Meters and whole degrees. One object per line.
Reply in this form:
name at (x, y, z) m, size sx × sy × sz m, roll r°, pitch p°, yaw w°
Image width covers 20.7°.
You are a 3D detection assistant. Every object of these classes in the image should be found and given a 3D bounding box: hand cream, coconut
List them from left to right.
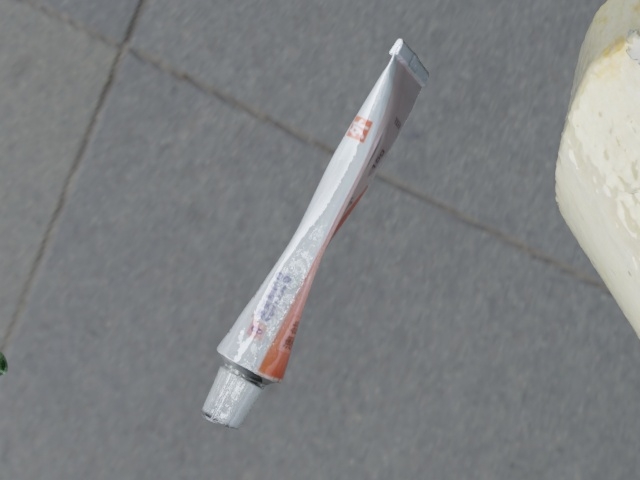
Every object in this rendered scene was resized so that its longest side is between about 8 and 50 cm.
hand cream at (-0.001, -0.001, 0.904) m, size 0.038 × 0.052 × 0.216 m, roll 29°, pitch 88°, yaw -10°
coconut at (0.316, -0.042, 1.180) m, size 0.323 × 0.323 × 0.323 m, roll 7°, pitch 119°, yaw 12°

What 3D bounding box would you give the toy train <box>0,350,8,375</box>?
toy train at (-0.205, 0.066, 0.852) m, size 0.103 × 0.044 × 0.064 m, roll -29°, pitch 89°, yaw 12°
